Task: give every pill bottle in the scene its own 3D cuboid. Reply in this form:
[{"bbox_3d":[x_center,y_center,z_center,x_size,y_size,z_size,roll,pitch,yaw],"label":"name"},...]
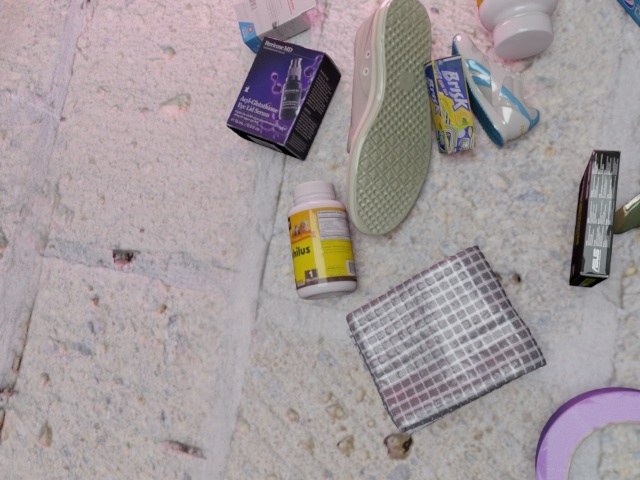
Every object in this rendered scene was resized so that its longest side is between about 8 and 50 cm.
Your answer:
[{"bbox_3d":[0.000,0.000,1.077,0.117,0.117,0.215,-12,76,18],"label":"pill bottle"},{"bbox_3d":[0.353,-0.466,1.018,0.136,0.136,0.246,-8,78,19],"label":"pill bottle"}]

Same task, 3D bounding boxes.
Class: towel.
[{"bbox_3d":[0.202,0.173,0.961,0.283,0.121,0.235,-30,73,8],"label":"towel"}]

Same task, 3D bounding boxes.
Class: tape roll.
[{"bbox_3d":[0.474,0.368,0.854,0.274,0.090,0.275,-4,79,19],"label":"tape roll"}]

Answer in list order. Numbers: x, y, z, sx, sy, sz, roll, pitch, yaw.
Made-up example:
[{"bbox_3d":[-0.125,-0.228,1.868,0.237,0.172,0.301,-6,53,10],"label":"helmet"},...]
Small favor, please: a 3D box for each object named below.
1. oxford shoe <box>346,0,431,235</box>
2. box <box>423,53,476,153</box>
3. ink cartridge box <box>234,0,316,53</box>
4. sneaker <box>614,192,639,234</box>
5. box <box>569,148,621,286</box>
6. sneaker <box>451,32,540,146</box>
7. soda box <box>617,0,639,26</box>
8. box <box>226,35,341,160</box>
[{"bbox_3d":[0.121,-0.232,1.077,0.130,0.169,0.450,5,90,62],"label":"oxford shoe"},{"bbox_3d":[0.237,-0.248,1.025,0.059,0.054,0.169,-14,100,-5],"label":"box"},{"bbox_3d":[-0.090,-0.500,1.228,0.180,0.060,0.104,-19,74,16],"label":"ink cartridge box"},{"bbox_3d":[0.567,-0.056,0.905,0.192,0.064,0.086,-38,65,7],"label":"sneaker"},{"bbox_3d":[0.432,-0.026,0.887,0.045,0.184,0.191,6,84,22],"label":"box"},{"bbox_3d":[0.316,-0.289,1.036,0.092,0.087,0.229,-27,78,5],"label":"sneaker"},{"bbox_3d":[0.581,-0.405,0.959,0.067,0.071,0.210,-33,71,12],"label":"soda box"},{"bbox_3d":[-0.074,-0.293,1.161,0.153,0.108,0.207,22,89,23],"label":"box"}]
